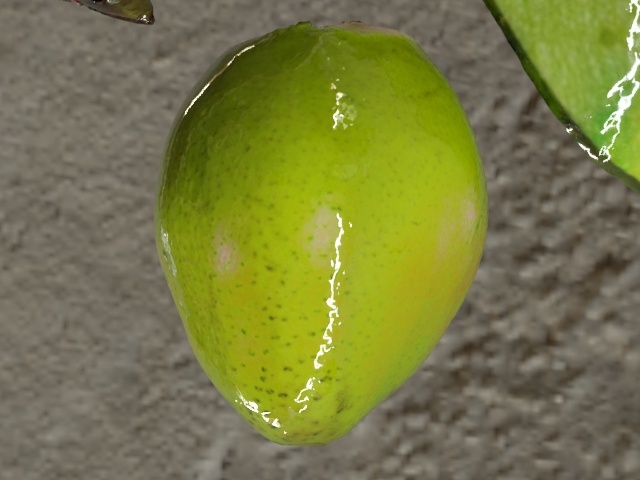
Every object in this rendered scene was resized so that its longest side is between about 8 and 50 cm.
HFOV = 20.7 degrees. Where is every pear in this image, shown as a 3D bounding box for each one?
[{"bbox_3d":[0.000,0.000,0.945,0.187,0.187,0.220,-12,79,48],"label":"pear"}]

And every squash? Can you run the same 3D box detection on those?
[{"bbox_3d":[0.152,-0.176,1.031,0.210,0.233,0.309,4,99,31],"label":"squash"}]

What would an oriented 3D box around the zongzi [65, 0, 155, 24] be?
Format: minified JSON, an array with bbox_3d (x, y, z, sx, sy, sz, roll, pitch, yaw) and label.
[{"bbox_3d":[-0.096,-0.112,0.712,0.083,0.073,0.067,31,81,35],"label":"zongzi"}]
